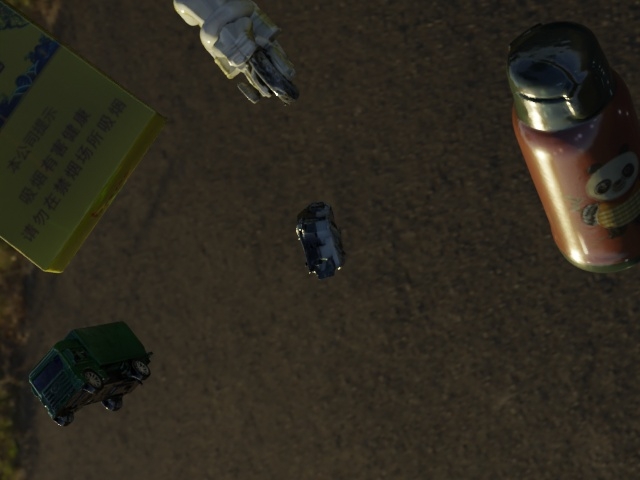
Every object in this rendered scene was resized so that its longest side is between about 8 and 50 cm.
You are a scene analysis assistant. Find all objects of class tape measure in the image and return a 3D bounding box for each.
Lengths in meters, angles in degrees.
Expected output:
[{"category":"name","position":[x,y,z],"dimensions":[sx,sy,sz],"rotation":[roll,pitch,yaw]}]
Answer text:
[{"category":"tape measure","position":[0.000,-0.001,1.442],"dimensions":[0.054,0.094,0.091],"rotation":[-14,96,6]}]

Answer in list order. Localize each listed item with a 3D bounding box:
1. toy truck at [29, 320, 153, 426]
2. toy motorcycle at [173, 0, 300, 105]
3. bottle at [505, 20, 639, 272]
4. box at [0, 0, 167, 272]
[{"category":"toy truck","position":[-0.239,0.137,1.224],"dimensions":[0.065,0.147,0.079],"rotation":[-46,77,18]},{"category":"toy motorcycle","position":[-0.092,-0.219,1.173],"dimensions":[0.074,0.151,0.229],"rotation":[-40,37,10]},{"category":"bottle","position":[0.302,-0.110,1.363],"dimensions":[0.144,0.144,0.336],"rotation":[26,160,41]},{"category":"box","position":[-0.274,-0.114,0.941],"dimensions":[0.279,0.041,0.153],"rotation":[36,93,11]}]
